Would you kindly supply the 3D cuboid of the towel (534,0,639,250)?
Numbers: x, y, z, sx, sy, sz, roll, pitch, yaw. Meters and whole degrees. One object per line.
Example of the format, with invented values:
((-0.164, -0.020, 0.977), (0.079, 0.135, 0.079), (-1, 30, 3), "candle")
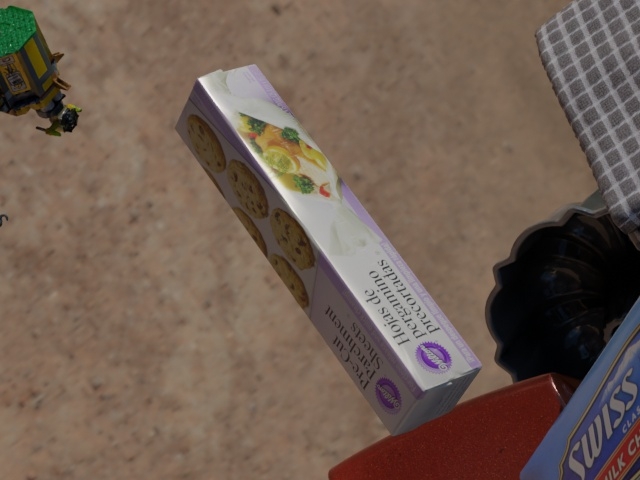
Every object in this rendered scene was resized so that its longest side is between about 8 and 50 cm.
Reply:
((0.324, -0.144, 1.436), (0.121, 0.235, 0.283), (35, 29, -40), "towel")

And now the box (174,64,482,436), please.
((0.000, 0.000, 1.295), (0.063, 0.067, 0.324), (-19, 62, -35), "box")

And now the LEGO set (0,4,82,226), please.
((-0.346, -0.046, 1.375), (0.331, 0.255, 0.192), (-63, 151, -33), "LEGO set")

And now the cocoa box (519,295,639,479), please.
((0.298, 0.151, 0.742), (0.347, 0.231, 0.228), (14, 39, -15), "cocoa box")

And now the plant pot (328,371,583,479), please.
((0.214, 0.271, 1.536), (0.267, 0.236, 0.267), (19, 37, -46), "plant pot")

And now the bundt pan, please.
((0.358, 0.078, 1.875), (0.331, 0.331, 0.124), (48, 39, -7), "bundt pan")
